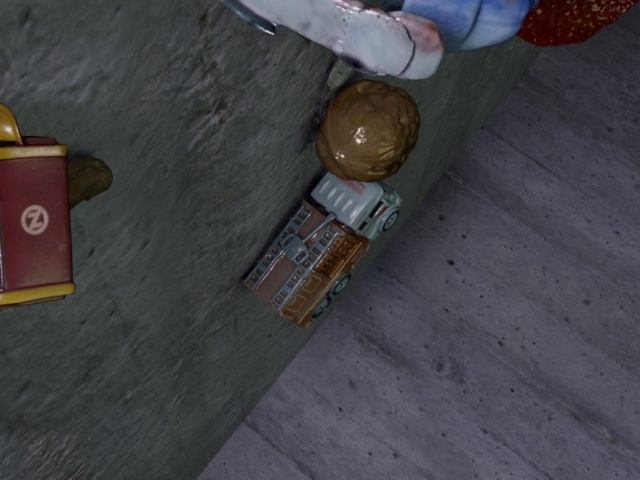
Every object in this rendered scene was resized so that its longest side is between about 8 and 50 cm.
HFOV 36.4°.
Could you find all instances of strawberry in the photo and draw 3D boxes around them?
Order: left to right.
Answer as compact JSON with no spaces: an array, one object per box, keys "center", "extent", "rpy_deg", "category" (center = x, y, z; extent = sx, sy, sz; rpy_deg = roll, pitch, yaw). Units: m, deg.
[{"center":[0.419,-0.486,1.705],"extent":[0.312,0.267,0.351],"rpy_deg":[-25,172,41],"category":"strawberry"}]

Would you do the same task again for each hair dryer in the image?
[{"center":[0.089,-0.317,1.345],"extent":[0.219,0.088,0.225],"rpy_deg":[-54,-178,-18],"category":"hair dryer"}]

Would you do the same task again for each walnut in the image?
[{"center":[0.069,-0.165,1.500],"extent":[0.184,0.155,0.155],"rpy_deg":[-49,169,-46],"category":"walnut"}]

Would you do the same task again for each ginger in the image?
[{"center":[-0.243,-0.028,0.871],"extent":[0.173,0.051,0.069],"rpy_deg":[-42,167,-40],"category":"ginger"}]

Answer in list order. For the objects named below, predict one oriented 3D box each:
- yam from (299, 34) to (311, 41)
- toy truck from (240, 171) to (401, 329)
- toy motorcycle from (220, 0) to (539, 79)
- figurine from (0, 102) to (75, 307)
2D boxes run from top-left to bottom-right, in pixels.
[{"center":[-0.018,-0.260,1.060],"extent":[0.068,0.068,0.169],"rpy_deg":[-55,167,6],"category":"yam"},{"center":[0.000,0.000,1.734],"extent":[0.305,0.136,0.162],"rpy_deg":[-52,160,4],"category":"toy truck"},{"center":[0.022,-0.219,0.705],"extent":[0.241,0.319,0.182],"rpy_deg":[-59,173,-15],"category":"toy motorcycle"},{"center":[-0.248,-0.025,0.727],"extent":[0.098,0.082,0.154],"rpy_deg":[-16,106,-53],"category":"figurine"}]
